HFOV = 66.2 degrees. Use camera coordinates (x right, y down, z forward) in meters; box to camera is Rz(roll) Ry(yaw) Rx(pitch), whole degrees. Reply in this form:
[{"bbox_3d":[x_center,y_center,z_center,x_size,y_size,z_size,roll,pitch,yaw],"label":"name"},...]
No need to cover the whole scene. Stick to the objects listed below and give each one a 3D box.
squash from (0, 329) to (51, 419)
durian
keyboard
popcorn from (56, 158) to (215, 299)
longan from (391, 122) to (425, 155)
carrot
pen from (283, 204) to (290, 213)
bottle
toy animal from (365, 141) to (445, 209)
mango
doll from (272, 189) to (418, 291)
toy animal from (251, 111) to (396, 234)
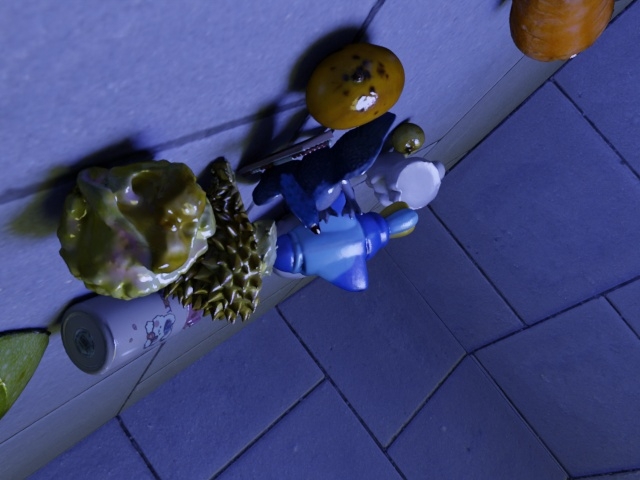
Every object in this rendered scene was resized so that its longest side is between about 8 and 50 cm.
[{"bbox_3d":[-0.433,0.203,0.654,0.191,0.085,0.184,-38,172,11],"label":"squash"},{"bbox_3d":[-0.146,0.020,0.711,0.167,0.172,0.306,-62,179,-34],"label":"durian"},{"bbox_3d":[-0.048,-0.108,0.632,0.055,0.017,0.165,-35,-164,-32],"label":"keyboard"},{"bbox_3d":[-0.173,-0.012,0.469,0.145,0.126,0.126,-26,178,-17],"label":"popcorn"},{"bbox_3d":[0.198,-0.224,1.103,0.075,0.084,0.075,-4,149,-2],"label":"longan"},{"bbox_3d":[0.356,-0.369,0.718,0.159,0.159,0.225,-41,170,21],"label":"carrot"},{"bbox_3d":[0.007,-0.119,1.034,0.204,0.025,0.025,-36,172,-13],"label":"pen"},{"bbox_3d":[-0.279,0.119,0.785,0.110,0.110,0.233,-42,171,26],"label":"bottle"},{"bbox_3d":[0.204,-0.159,1.181,0.178,0.128,0.193,-26,-155,0],"label":"toy animal"},{"bbox_3d":[0.048,-0.185,0.599,0.115,0.090,0.178,-27,-179,26],"label":"mango"},{"bbox_3d":[-0.004,-0.007,1.035,0.365,0.187,0.376,-6,-144,44],"label":"doll"},{"bbox_3d":[0.001,-0.096,0.683,0.238,0.256,0.176,-19,142,16],"label":"toy animal"}]
